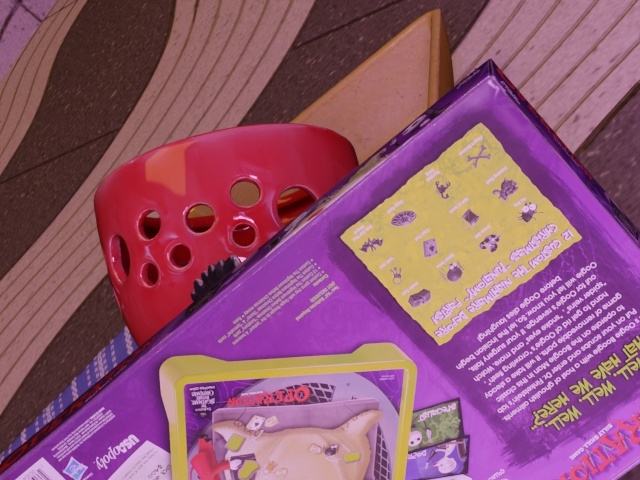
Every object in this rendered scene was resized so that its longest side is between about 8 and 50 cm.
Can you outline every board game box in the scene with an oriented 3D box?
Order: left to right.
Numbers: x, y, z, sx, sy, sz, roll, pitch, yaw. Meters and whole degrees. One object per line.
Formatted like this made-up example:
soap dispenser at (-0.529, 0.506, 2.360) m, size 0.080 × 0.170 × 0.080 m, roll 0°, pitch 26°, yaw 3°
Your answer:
board game box at (0.020, 0.094, 0.890) m, size 0.347 × 0.208 × 0.056 m, roll -39°, pitch 8°, yaw 15°

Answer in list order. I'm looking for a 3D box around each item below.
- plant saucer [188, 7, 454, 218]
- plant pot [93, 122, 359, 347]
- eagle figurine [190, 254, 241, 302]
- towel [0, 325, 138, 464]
plant saucer at (0.000, 0.000, 1.446) m, size 0.333 × 0.081 × 0.333 m, roll -37°, pitch 24°, yaw 27°
plant pot at (-0.049, 0.031, 1.196) m, size 0.191 × 0.191 × 0.174 m, roll -30°, pitch 67°, yaw 39°
eagle figurine at (-0.006, 0.155, 1.043) m, size 0.225 × 0.226 × 0.298 m, roll 48°, pitch 118°, yaw 29°
towel at (-0.183, 0.216, 1.361) m, size 0.336 × 0.040 × 0.243 m, roll -44°, pitch 41°, yaw 25°
